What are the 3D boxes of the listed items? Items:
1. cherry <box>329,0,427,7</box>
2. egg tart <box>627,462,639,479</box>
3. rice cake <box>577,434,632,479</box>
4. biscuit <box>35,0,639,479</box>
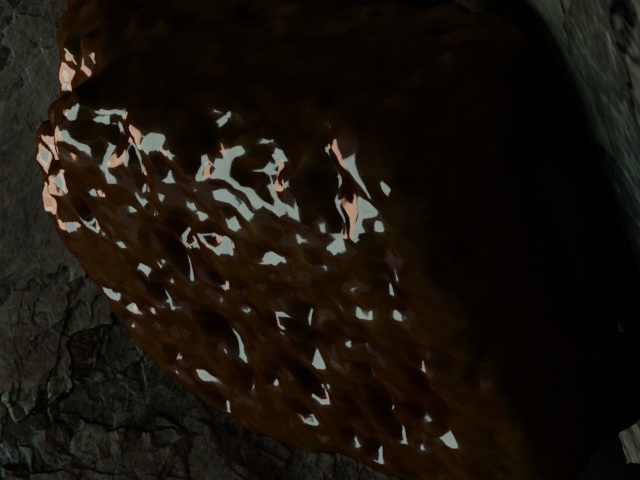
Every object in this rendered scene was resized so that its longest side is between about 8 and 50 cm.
[{"bbox_3d":[0.023,-0.105,1.352,0.300,0.203,0.230,43,156,31],"label":"cherry"},{"bbox_3d":[0.261,0.297,1.192,0.290,0.115,0.290,157,90,-87],"label":"egg tart"},{"bbox_3d":[0.179,0.162,1.186,0.399,0.070,0.064,-91,20,-60],"label":"rice cake"},{"bbox_3d":[0.000,0.000,1.143,0.395,0.166,0.343,10,142,42],"label":"biscuit"}]
